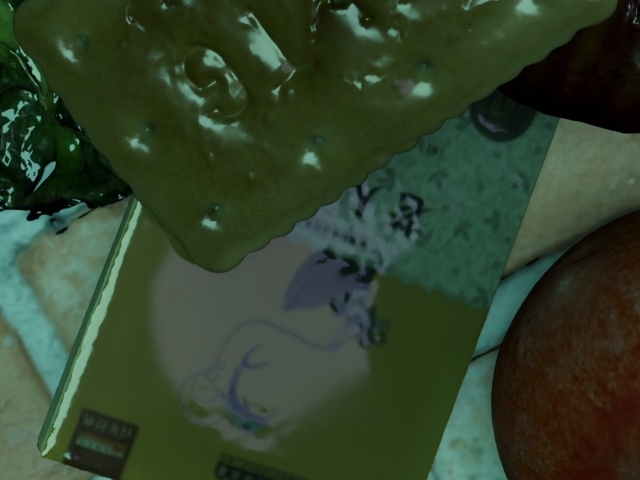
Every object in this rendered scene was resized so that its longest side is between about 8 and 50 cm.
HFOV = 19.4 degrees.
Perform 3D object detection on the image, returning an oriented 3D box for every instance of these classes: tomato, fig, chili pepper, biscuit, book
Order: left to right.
[{"bbox_3d":[-0.232,-0.101,1.245,0.264,0.116,0.148,15,85,-4],"label":"chili pepper"},{"bbox_3d":[-0.008,-0.135,1.104,0.325,0.044,0.217,-32,102,21],"label":"biscuit"},{"bbox_3d":[0.000,0.000,1.241,0.269,0.032,0.389,20,89,-20],"label":"book"},{"bbox_3d":[0.205,-0.223,1.135,0.217,0.217,0.321,16,133,-3],"label":"fig"},{"bbox_3d":[0.240,0.109,1.206,0.264,0.265,0.265,0,98,-1],"label":"tomato"}]
